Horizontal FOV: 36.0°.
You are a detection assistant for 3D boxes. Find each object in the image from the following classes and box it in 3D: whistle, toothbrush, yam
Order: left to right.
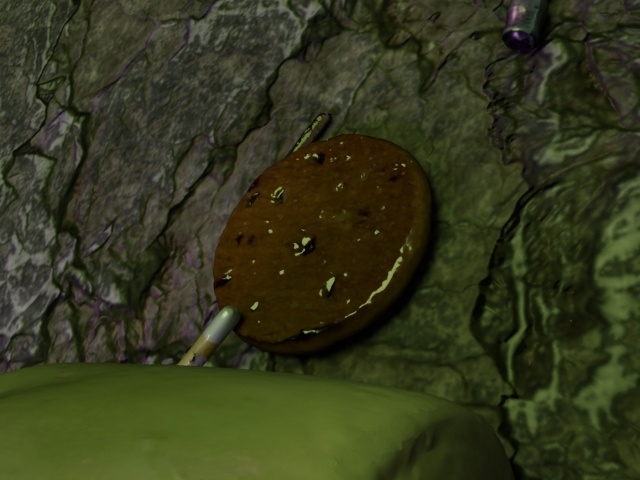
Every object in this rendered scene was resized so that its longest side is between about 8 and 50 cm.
[{"bbox_3d":[-0.158,0.164,0.812,0.288,0.021,0.024,-49,54,10],"label":"toothbrush"},{"bbox_3d":[-0.026,-0.076,0.904,0.107,0.014,0.014,-52,44,-2],"label":"yam"},{"bbox_3d":[0.188,-0.236,0.837,0.033,0.033,0.176,0,62,38],"label":"whistle"}]

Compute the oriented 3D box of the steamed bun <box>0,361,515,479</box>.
[{"bbox_3d":[-0.111,0.237,0.487,0.371,0.289,0.456,-4,35,33],"label":"steamed bun"}]

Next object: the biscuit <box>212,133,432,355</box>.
[{"bbox_3d":[0.000,0.000,0.815,0.212,0.036,0.212,-19,51,26],"label":"biscuit"}]
